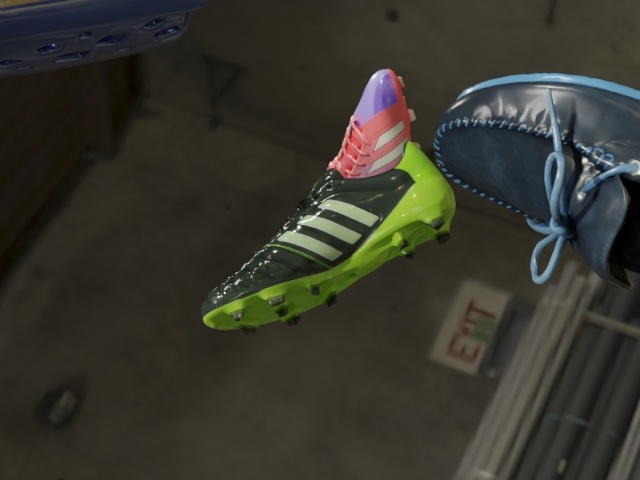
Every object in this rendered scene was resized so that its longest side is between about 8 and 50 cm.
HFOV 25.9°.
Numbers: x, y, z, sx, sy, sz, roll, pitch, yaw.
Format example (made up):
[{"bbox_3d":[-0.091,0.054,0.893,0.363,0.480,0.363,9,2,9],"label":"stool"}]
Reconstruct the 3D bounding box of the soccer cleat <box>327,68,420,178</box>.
[{"bbox_3d":[0.048,-0.083,1.478,0.248,0.095,0.083,92,166,-56],"label":"soccer cleat"}]

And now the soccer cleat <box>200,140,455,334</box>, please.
[{"bbox_3d":[0.000,0.000,0.890,0.179,0.072,0.060,-27,-25,-2],"label":"soccer cleat"}]

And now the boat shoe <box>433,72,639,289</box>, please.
[{"bbox_3d":[0.164,-0.022,0.725,0.089,0.258,0.109,-54,-40,-27],"label":"boat shoe"}]

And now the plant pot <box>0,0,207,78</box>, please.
[{"bbox_3d":[-0.217,-0.258,1.085,0.212,0.236,0.236,-177,75,-71],"label":"plant pot"}]
